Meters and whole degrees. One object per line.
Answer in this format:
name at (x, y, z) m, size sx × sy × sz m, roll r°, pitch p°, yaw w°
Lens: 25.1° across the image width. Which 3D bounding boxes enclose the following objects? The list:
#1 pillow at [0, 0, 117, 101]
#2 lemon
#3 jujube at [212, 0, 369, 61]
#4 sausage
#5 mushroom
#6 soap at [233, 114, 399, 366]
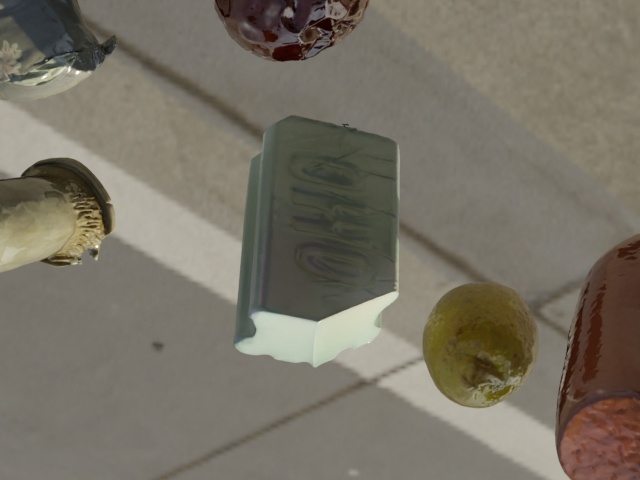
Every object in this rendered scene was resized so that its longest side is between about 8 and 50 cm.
pillow at (-0.341, -0.269, 1.554) m, size 0.169 × 0.059 × 0.255 m, roll -19°, pitch 116°, yaw 10°
lemon at (0.222, 0.143, 1.992) m, size 0.170 × 0.207 × 0.170 m, roll 3°, pitch 103°, yaw 12°
jujube at (-0.024, -0.277, 1.441) m, size 0.174 × 0.250 × 0.174 m, roll 5°, pitch 121°, yaw 8°
sausage at (0.239, 0.085, 1.088) m, size 0.113 × 0.259 × 0.113 m, roll 8°, pitch 121°, yaw 13°
mushroom at (-0.219, -0.005, 0.913) m, size 0.092 × 0.081 × 0.223 m, roll -39°, pitch 170°, yaw 38°
soap at (0.000, 0.000, 1.662) m, size 0.173 × 0.289 × 0.095 m, roll 12°, pitch 142°, yaw -12°
